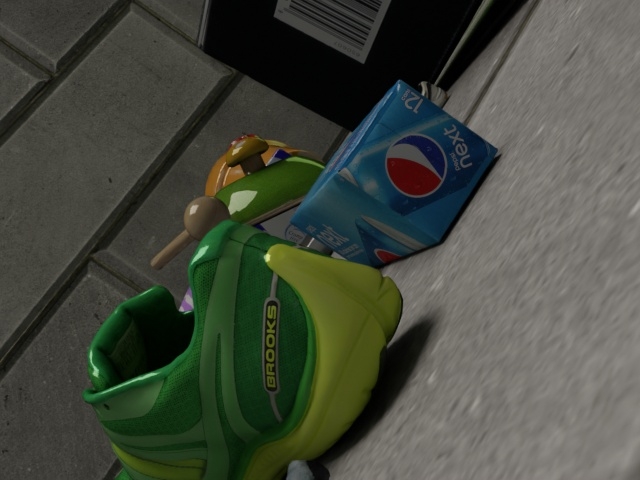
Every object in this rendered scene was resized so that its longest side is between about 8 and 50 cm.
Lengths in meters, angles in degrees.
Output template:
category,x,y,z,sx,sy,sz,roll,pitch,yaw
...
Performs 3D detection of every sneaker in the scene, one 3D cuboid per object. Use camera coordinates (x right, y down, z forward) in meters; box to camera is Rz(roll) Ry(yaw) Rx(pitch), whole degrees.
category,x,y,z,sx,sy,sz,roll,pitch,yaw
sneaker,0.096,-0.128,1.043,0.083,0.037,0.032,-57,6,-5
sneaker,-0.066,0.084,0.532,0.295,0.123,0.109,-52,5,43

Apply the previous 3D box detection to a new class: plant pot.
category,x,y,z,sx,sy,sz,roll,pitch,yaw
plant pot,-0.073,-0.082,1.732,0.205,0.205,0.188,-56,19,-18

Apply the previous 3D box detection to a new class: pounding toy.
category,x,y,z,sx,sy,sz,roll,pitch,yaw
pounding toy,-0.098,-0.070,1.216,0.237,0.110,0.183,-26,1,-34

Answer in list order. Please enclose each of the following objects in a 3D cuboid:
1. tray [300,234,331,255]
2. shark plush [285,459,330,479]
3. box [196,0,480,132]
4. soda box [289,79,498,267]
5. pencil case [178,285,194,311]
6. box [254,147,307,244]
category,x,y,z,sx,sy,sz,roll,pitch,yaw
tray,0.000,0.000,1.183,0.270,0.030,0.145,-54,3,10
shark plush,-0.025,0.108,0.223,0.161,0.067,0.073,-58,4,-38
box,0.114,-0.445,1.147,0.471,0.297,0.480,-62,-1,-26
soda box,0.038,-0.032,0.649,0.067,0.071,0.210,-56,4,-10
pencil case,-0.135,0.111,1.230,0.086,0.088,0.206,10,-75,-53
box,-0.051,-0.039,1.430,0.137,0.126,0.072,-56,3,-14
